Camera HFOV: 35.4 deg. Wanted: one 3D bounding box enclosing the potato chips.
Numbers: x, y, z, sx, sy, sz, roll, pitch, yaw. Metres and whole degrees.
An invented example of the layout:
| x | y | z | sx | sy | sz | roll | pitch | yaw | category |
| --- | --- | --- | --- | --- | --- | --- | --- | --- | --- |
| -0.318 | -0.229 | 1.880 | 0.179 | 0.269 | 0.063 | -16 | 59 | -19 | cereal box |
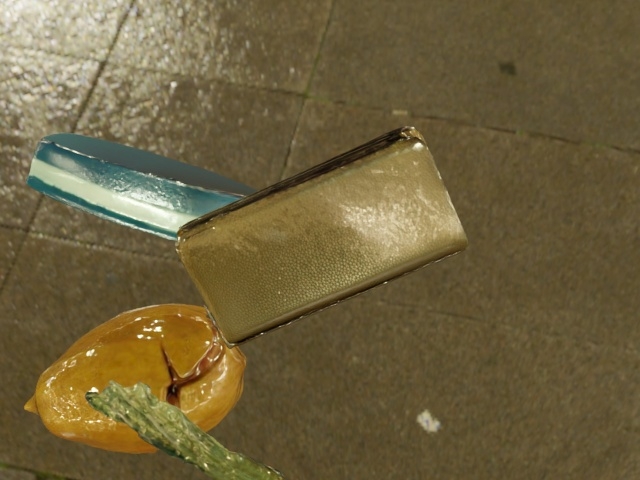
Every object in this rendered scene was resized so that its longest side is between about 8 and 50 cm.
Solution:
| x | y | z | sx | sy | sz | roll | pitch | yaw | category |
| --- | --- | --- | --- | --- | --- | --- | --- | --- | --- |
| -0.094 | 0.169 | 0.822 | 0.208 | 0.092 | 0.028 | 35 | 57 | -9 | potato chips |

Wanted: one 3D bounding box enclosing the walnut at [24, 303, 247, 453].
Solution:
| x | y | z | sx | sy | sz | roll | pitch | yaw | category |
| --- | --- | --- | --- | --- | --- | --- | --- | --- | --- |
| -0.272 | 0.208 | 1.435 | 0.337 | 0.209 | 0.208 | -15 | 58 | 11 | walnut |

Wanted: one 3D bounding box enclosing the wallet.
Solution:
| x | y | z | sx | sy | sz | roll | pitch | yaw | category |
| --- | --- | --- | --- | --- | --- | --- | --- | --- | --- |
| 0.000 | 0.000 | 0.735 | 0.198 | 0.110 | 0.031 | -23 | 27 | 6 | wallet |

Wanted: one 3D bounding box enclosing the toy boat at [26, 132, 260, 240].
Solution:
| x | y | z | sx | sy | sz | roll | pitch | yaw | category |
| --- | --- | --- | --- | --- | --- | --- | --- | --- | --- |
| -0.167 | -0.049 | 1.054 | 0.299 | 0.061 | 0.096 | 17 | 17 | 16 | toy boat |
